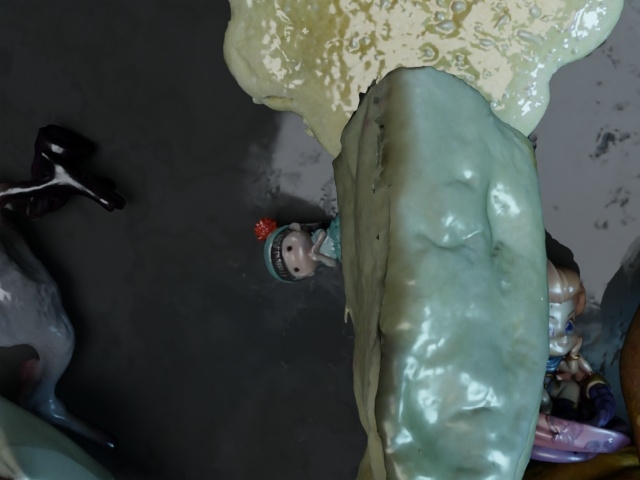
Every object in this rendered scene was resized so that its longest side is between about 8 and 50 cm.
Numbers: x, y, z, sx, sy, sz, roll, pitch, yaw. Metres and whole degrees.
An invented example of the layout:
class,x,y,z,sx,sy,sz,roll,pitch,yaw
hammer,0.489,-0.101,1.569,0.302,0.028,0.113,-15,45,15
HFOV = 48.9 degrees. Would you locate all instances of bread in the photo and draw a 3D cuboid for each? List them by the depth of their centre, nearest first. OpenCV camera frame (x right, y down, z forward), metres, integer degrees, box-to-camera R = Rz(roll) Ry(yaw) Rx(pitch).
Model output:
class,x,y,z,sx,sy,sz,roll,pitch,yaw
bread,0.060,-0.196,0.513,0.316,0.054,0.316,4,103,15

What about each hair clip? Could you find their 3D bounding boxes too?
class,x,y,z,sx,sy,sz,roll,pitch,yaw
hair clip,-0.294,0.216,0.671,0.282,0.113,0.172,-12,134,29

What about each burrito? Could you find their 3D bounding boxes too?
class,x,y,z,sx,sy,sz,roll,pitch,yaw
burrito,0.072,0.082,0.446,0.135,0.190,0.332,4,76,-7

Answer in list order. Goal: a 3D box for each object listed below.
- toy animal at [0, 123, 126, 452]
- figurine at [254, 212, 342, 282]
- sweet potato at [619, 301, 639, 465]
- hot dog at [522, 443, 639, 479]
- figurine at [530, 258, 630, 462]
class,x,y,z,sx,sy,sz,roll,pitch,yaw
toy animal,-0.285,0.054,0.658,0.195,0.090,0.324,9,108,4
figurine,0.000,0.000,0.585,0.106,0.047,0.060,-12,111,16
sweet potato,0.254,0.078,0.494,0.078,0.058,0.255,8,77,29
hot dog,0.277,0.302,0.524,0.387,0.174,0.267,13,110,3
figurine,0.160,0.091,0.540,0.126,0.114,0.157,-8,73,-19
